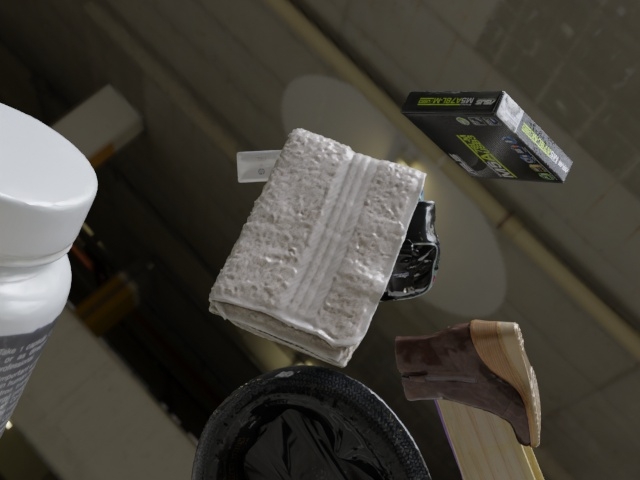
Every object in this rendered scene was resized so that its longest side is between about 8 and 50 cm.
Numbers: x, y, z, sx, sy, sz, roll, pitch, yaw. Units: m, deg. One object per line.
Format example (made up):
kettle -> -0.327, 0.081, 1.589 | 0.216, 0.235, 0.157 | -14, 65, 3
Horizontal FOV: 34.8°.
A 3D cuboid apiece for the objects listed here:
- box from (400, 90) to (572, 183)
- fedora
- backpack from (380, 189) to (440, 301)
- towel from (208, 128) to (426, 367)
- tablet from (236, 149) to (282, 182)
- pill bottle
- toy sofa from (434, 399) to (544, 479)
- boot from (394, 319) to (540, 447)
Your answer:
box -> 0.240, -0.150, 1.482 | 0.184, 0.045, 0.191 | 7, -23, 49
fedora -> 0.009, 0.313, 1.234 | 0.334, 0.334, 0.152 | 42, 12, 17
backpack -> 0.111, 0.013, 1.931 | 0.253, 0.225, 0.191 | 82, 6, -56
towel -> 0.000, 0.000, 1.221 | 0.187, 0.282, 0.049 | 21, -27, 4
tablet -> -0.104, -0.130, 1.788 | 0.006, 0.083, 0.054 | -113, -160, -74
pill bottle -> -0.338, 0.069, 0.873 | 0.204, 0.361, 0.204 | 26, 21, -11
toy sofa -> 0.315, 0.355, 1.858 | 0.150, 0.177, 0.362 | 59, 11, -68
boot -> 0.246, 0.243, 1.677 | 0.207, 0.090, 0.248 | -11, -67, 18
